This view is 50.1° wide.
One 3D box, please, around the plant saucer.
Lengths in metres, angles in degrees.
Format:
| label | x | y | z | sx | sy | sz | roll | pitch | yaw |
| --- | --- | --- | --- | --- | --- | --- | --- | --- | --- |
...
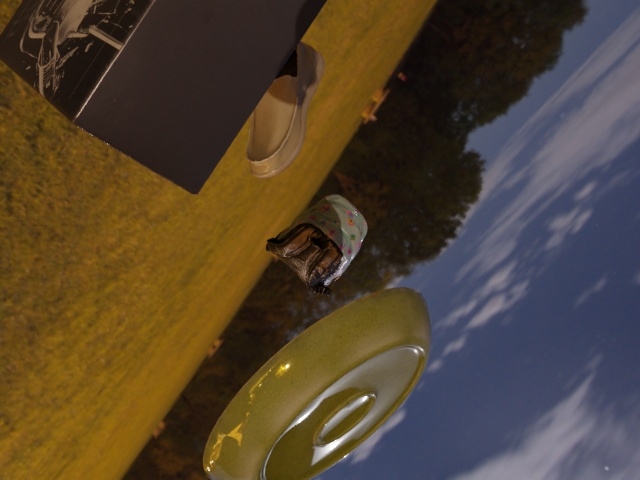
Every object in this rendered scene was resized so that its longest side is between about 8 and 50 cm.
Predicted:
| label | x | y | z | sx | sy | sz | roll | pitch | yaw |
| --- | --- | --- | --- | --- | --- | --- | --- | --- | --- |
| plant saucer | 0.013 | 0.141 | 0.591 | 0.240 | 0.037 | 0.241 | -31 | 148 | -22 |

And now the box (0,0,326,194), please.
| label | x | y | z | sx | sy | sz | roll | pitch | yaw |
| --- | --- | --- | --- | --- | --- | --- | --- | --- | --- |
| box | -0.187 | -0.285 | 0.822 | 0.179 | 0.312 | 0.343 | 32 | 92 | -47 |

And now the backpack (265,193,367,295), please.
| label | x | y | z | sx | sy | sz | roll | pitch | yaw |
| --- | --- | --- | --- | --- | --- | --- | --- | --- | --- |
| backpack | 0.000 | 0.000 | 1.215 | 0.115 | 0.152 | 0.182 | -54 | -176 | -30 |

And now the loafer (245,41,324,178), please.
| label | x | y | z | sx | sy | sz | roll | pitch | yaw |
| --- | --- | --- | --- | --- | --- | --- | --- | --- | --- |
| loafer | -0.075 | -0.232 | 1.165 | 0.101 | 0.092 | 0.269 | -2 | -118 | 36 |
